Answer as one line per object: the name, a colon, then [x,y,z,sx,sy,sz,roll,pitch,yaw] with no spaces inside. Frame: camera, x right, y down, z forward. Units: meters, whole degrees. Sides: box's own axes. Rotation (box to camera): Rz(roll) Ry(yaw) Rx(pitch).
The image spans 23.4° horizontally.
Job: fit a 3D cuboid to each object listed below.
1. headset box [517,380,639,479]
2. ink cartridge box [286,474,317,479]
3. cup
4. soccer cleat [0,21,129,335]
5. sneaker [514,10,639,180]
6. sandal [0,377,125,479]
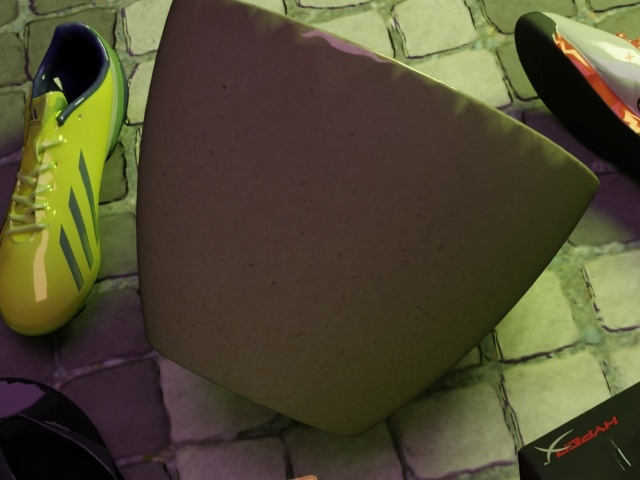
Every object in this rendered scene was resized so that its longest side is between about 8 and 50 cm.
headset box: [0.295,0.214,0.980,0.218,0.110,0.293,-27,53,-9]
ink cartridge box: [-0.029,0.273,0.898,0.092,0.158,0.218,-6,51,-21]
cup: [0.000,0.000,1.105,0.331,0.331,0.237,24,89,26]
soccer cleat: [-0.224,-0.056,1.277,0.093,0.121,0.289,0,54,10]
sneaker: [0.292,-0.122,1.251,0.145,0.090,0.270,-35,58,-17]
sandal: [-0.187,0.178,1.135,0.097,0.054,0.254,-40,57,-19]
